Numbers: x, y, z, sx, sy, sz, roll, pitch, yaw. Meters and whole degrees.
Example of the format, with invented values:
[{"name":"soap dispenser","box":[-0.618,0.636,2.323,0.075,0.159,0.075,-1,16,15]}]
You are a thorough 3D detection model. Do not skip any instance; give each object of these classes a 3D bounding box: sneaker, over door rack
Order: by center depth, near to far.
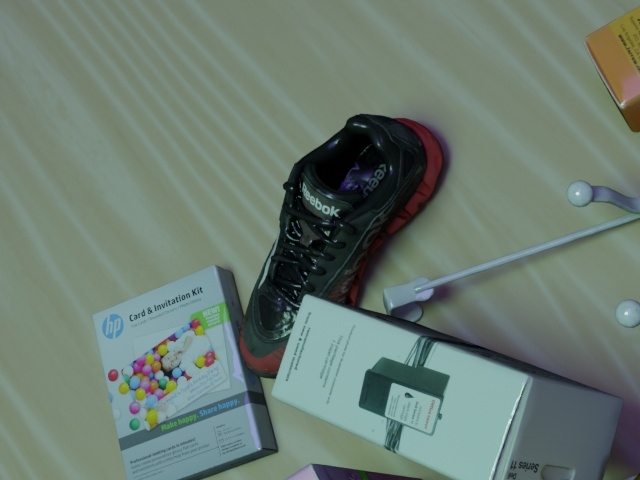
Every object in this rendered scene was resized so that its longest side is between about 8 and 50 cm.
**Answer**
[{"name":"over door rack","box":[0.213,0.087,0.928,0.324,0.108,0.239,-25,61,17]},{"name":"sneaker","box":[0.000,0.000,1.041,0.098,0.135,0.276,35,94,25]}]

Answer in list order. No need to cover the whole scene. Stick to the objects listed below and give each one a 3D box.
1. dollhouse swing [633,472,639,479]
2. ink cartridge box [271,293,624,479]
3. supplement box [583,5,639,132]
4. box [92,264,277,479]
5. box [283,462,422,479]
[{"name":"dollhouse swing","box":[0.243,0.335,0.717,0.305,0.315,0.347,42,97,15]},{"name":"ink cartridge box","box":[0.094,0.117,0.861,0.208,0.153,0.086,18,90,40]},{"name":"supplement box","box":[0.343,-0.184,0.967,0.233,0.078,0.080,-30,67,15]},{"name":"box","box":[-0.133,0.135,1.118,0.145,0.038,0.186,-22,68,17]},{"name":"box","box":[-0.018,0.284,0.917,0.214,0.243,0.117,-35,66,13]}]
